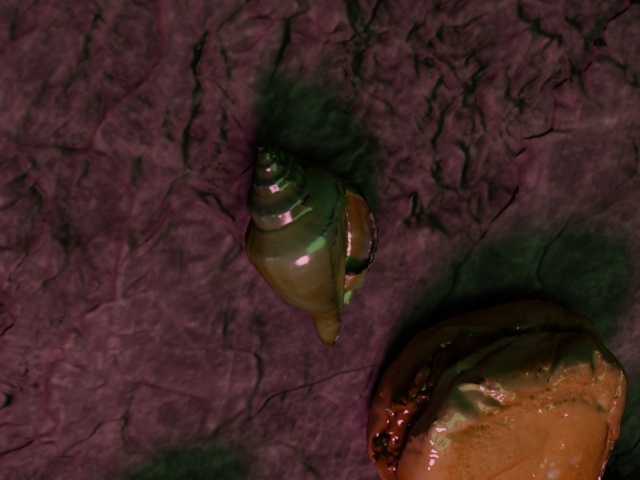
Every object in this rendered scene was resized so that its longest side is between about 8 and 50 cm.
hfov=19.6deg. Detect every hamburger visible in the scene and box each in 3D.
[{"bbox_3d":[0.139,0.145,1.466,0.213,0.108,0.214,-13,128,-17],"label":"hamburger"}]

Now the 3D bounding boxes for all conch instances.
[{"bbox_3d":[-0.004,-0.002,1.313,0.095,0.079,0.201,-48,149,-6],"label":"conch"}]
